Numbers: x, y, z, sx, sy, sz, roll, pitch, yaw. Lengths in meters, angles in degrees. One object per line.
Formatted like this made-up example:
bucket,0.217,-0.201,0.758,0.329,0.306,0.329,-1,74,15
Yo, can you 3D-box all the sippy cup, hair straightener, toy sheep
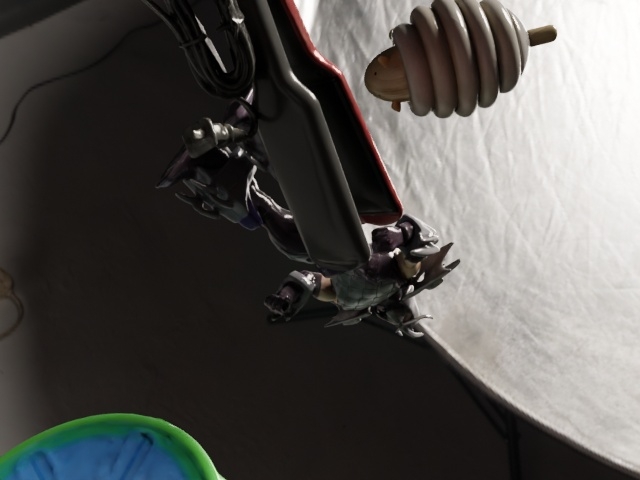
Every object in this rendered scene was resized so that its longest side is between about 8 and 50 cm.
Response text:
sippy cup,-0.172,0.306,0.584,0.305,0.224,0.240,13,41,26
hair straightener,-0.026,-0.075,0.311,0.047,0.230,0.089,4,41,35
toy sheep,0.093,-0.126,0.476,0.132,0.091,0.091,-19,62,6

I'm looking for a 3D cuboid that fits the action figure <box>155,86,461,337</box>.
action figure,0.000,0.000,0.630,0.285,0.185,0.099,44,30,-20
